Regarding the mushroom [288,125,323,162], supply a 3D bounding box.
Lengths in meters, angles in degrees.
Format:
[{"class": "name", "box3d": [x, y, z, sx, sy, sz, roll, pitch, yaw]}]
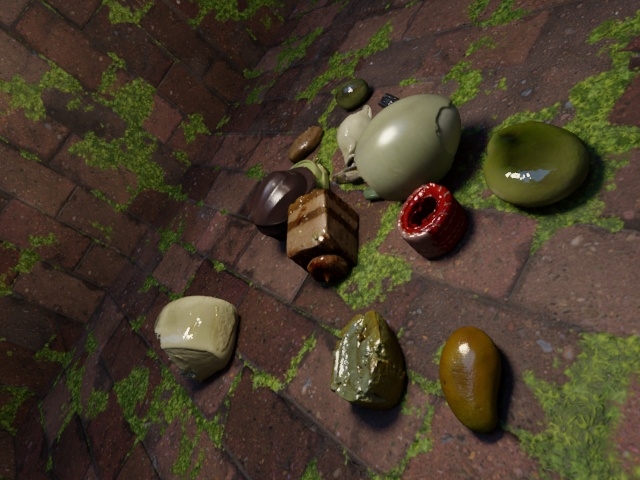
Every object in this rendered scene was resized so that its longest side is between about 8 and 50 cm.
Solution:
[{"class": "mushroom", "box3d": [-0.072, -0.431, 2.111, 0.209, 0.072, 0.094, -39, 46, 18]}]

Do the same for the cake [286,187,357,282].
[{"class": "cake", "box3d": [0.000, 0.000, 1.559, 0.196, 0.198, 0.293, -23, 46, 32]}]

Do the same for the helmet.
[{"class": "helmet", "box3d": [-0.157, -0.151, 1.734, 0.225, 0.177, 0.306, 22, 99, 44]}]

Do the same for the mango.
[{"class": "mango", "box3d": [0.329, 0.299, 1.016, 0.136, 0.099, 0.228, -16, 57, 31]}]

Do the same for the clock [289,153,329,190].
[{"class": "clock", "box3d": [-0.074, -0.233, 1.923, 0.235, 0.096, 0.308, -27, 42, 33]}]

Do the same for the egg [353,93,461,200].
[{"class": "egg", "box3d": [0.277, -0.289, 1.413, 0.336, 0.278, 0.278, -38, 38, 23]}]

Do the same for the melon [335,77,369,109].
[{"class": "melon", "box3d": [0.133, -0.632, 2.011, 0.167, 0.114, 0.114, -24, 44, 31]}]

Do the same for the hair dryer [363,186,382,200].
[{"class": "hair dryer", "box3d": [0.204, -0.211, 1.623, 0.071, 0.047, 0.150, -3, 61, 49]}]

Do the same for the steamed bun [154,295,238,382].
[{"class": "steamed bun", "box3d": [-0.470, 0.345, 1.737, 0.273, 0.272, 0.291, -32, 44, 27]}]

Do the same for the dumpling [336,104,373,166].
[{"class": "dumpling", "box3d": [0.133, -0.398, 1.805, 0.193, 0.146, 0.258, 133, 155, -70]}]

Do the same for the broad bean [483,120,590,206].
[{"class": "broad bean", "box3d": [0.534, -0.199, 1.184, 0.238, 0.119, 0.291, -37, 40, 7]}]

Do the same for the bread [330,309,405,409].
[{"class": "bread", "box3d": [0.116, 0.312, 1.219, 0.185, 0.124, 0.257, -27, 41, 33]}]

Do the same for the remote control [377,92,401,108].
[{"class": "remote control", "box3d": [0.298, -0.520, 1.805, 0.063, 0.025, 0.245, -48, 36, 9]}]

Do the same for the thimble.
[{"class": "thimble", "box3d": [0.313, -0.054, 1.305, 0.163, 0.125, 0.190, 8, 67, 48]}]

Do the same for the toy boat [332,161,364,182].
[{"class": "toy boat", "box3d": [0.108, -0.246, 1.752, 0.210, 0.084, 0.066, -9, 49, 57]}]
